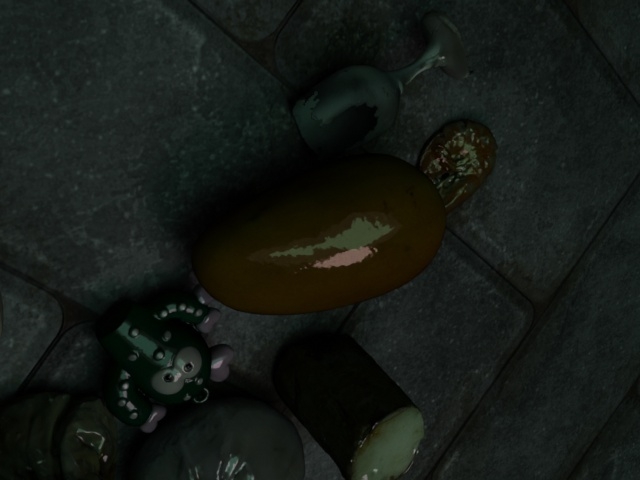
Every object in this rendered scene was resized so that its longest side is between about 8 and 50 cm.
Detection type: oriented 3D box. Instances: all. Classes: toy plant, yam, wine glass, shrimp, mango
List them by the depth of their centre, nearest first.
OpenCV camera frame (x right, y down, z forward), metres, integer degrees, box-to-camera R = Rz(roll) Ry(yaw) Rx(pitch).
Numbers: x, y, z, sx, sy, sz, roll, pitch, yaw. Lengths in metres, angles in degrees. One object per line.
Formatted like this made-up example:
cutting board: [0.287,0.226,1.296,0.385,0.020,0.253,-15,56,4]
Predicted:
mango: [0.000,0.000,1.497,0.446,0.232,0.300,-16,159,-21]
toy plant: [-0.264,0.198,1.506,0.233,0.112,0.243,-23,116,-19]
wine glass: [0.107,-0.264,1.540,0.321,0.143,0.143,-36,126,-14]
yam: [0.054,0.306,1.654,0.195,0.300,0.195,-16,125,-25]
shrimp: [0.232,-0.111,1.742,0.154,0.062,0.294,43,81,-26]

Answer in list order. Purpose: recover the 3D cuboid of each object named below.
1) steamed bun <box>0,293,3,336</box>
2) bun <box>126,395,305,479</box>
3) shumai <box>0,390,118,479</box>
steamed bun: [-0.583,0.099,1.205,0.283,0.177,0.283,-17,123,-29]
bun: [-0.173,0.446,1.622,0.355,0.194,0.354,-15,122,-27]
shumai: [-0.432,0.419,1.395,0.304,0.263,0.309,-4,112,-35]
